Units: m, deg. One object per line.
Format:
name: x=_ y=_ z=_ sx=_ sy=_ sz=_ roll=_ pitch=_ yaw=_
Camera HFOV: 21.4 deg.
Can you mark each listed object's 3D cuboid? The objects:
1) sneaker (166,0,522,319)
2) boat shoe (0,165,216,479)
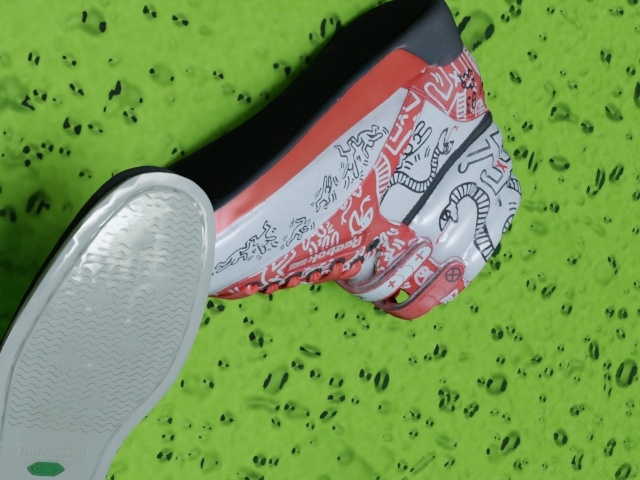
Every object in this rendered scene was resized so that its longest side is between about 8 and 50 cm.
sneaker: x=0.001 y=0.000 z=0.878 sx=0.270 sy=0.090 sz=0.145 roll=-42 pitch=117 yaw=-29
boat shoe: x=-0.121 y=0.065 z=0.758 sx=0.084 sy=0.079 sz=0.233 roll=17 pitch=107 yaw=-30
